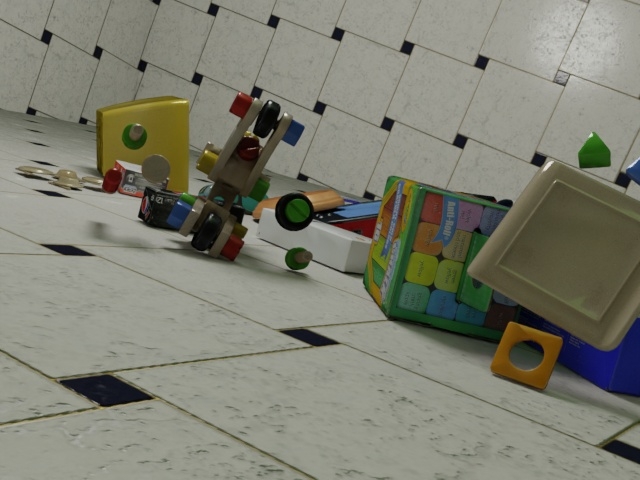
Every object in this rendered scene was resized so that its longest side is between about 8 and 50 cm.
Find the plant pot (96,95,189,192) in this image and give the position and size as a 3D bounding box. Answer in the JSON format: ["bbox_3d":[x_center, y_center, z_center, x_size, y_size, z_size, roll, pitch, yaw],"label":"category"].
[{"bbox_3d":[-0.417,-0.226,1.969,0.187,0.212,0.212,-2,12,-21],"label":"plant pot"}]

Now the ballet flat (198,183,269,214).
[{"bbox_3d":[-0.193,-0.094,1.886,0.070,0.070,0.188,20,5,41],"label":"ballet flat"}]

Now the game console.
[{"bbox_3d":[0.139,-0.058,1.763,0.387,0.060,0.342,-8,12,-9],"label":"game console"}]

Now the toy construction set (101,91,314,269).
[{"bbox_3d":[-0.182,-0.087,1.323,0.309,0.257,0.237,4,-6,-18],"label":"toy construction set"}]

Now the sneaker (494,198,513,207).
[{"bbox_3d":[0.311,0.048,1.475,0.236,0.130,0.323,-12,-24,2],"label":"sneaker"}]

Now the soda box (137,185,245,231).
[{"bbox_3d":[-0.215,-0.046,1.429,0.169,0.060,0.053,10,10,-34],"label":"soda box"}]

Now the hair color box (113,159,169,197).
[{"bbox_3d":[-0.380,-0.126,1.781,0.093,0.053,0.167,13,5,-22],"label":"hair color box"}]

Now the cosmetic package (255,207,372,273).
[{"bbox_3d":[0.000,0.000,1.501,0.099,0.060,0.239,6,10,-44],"label":"cosmetic package"}]

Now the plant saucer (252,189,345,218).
[{"bbox_3d":[-0.048,-0.080,1.825,0.200,0.037,0.200,-8,6,1],"label":"plant saucer"}]

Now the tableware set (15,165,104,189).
[{"bbox_3d":[-0.489,-0.119,1.644,0.141,0.020,0.169,15,8,26],"label":"tableware set"}]

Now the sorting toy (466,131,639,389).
[{"bbox_3d":[0.297,0.018,0.989,0.196,0.347,0.047,30,-15,31],"label":"sorting toy"}]

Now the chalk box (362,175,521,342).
[{"bbox_3d":[0.179,0.023,1.173,0.179,0.180,0.289,14,5,-7],"label":"chalk box"}]

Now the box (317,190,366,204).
[{"bbox_3d":[0.065,-0.075,2.214,0.126,0.072,0.137,10,8,-29],"label":"box"}]

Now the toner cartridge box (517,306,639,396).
[{"bbox_3d":[0.339,0.074,1.155,0.075,0.165,0.348,14,7,-18],"label":"toner cartridge box"}]
